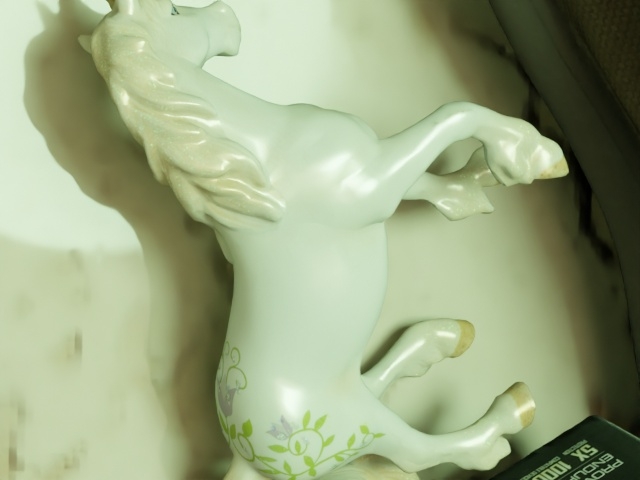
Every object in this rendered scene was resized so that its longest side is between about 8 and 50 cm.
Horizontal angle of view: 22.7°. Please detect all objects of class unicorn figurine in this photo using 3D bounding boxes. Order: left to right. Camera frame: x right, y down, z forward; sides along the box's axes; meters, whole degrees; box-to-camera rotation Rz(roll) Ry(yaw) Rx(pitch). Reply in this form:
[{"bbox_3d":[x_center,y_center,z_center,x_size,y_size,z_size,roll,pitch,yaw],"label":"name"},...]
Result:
[{"bbox_3d":[0.000,0.000,0.379,0.111,0.060,0.162,-4,92,-27],"label":"unicorn figurine"}]

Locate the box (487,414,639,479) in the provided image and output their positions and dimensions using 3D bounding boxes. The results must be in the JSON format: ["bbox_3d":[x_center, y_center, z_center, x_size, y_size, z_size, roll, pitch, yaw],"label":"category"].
[{"bbox_3d":[0.035,0.154,0.380,0.180,0.077,0.147,-27,116,-20],"label":"box"}]

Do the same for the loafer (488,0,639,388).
[{"bbox_3d":[0.138,-0.042,0.388,0.133,0.130,0.366,-30,108,-32],"label":"loafer"}]
